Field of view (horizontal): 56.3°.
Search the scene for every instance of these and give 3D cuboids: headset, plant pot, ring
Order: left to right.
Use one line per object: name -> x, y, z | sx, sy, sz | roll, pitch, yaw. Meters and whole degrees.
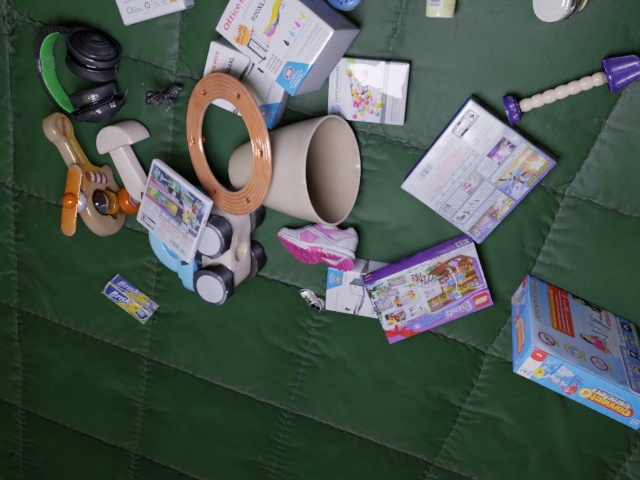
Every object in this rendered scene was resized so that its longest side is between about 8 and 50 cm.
headset -> -0.556, -0.418, 1.540 | 0.393, 0.185, 0.244 | 22, 126, 22
ring -> -0.215, -0.224, 1.411 | 0.336, 0.032, 0.337 | 23, 121, 43
plant pot -> -0.081, -0.170, 1.464 | 0.273, 0.256, 0.257 | 4, 119, 32

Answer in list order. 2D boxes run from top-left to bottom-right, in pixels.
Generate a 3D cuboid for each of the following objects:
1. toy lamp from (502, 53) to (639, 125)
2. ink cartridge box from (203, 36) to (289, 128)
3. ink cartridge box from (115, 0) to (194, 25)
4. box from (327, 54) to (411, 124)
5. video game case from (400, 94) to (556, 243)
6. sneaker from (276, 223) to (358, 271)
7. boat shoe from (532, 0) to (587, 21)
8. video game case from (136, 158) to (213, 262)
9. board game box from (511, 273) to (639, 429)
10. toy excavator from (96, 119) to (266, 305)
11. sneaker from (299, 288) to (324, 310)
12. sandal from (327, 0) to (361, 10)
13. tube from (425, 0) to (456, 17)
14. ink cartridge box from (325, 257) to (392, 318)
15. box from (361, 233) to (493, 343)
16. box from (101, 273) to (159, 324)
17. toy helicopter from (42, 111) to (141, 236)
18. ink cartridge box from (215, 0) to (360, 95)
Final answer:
toy lamp -> 0.537, -0.324, 1.283 | 0.274, 0.080, 0.080 | -16, 111, 26
ink cartridge box -> -0.177, -0.383, 1.451 | 0.203, 0.086, 0.148 | 23, 121, 3
ink cartridge box -> -0.433, -0.703, 1.371 | 0.175, 0.069, 0.371 | -6, 117, 20
box -> 0.113, -0.355, 1.410 | 0.186, 0.038, 0.145 | 9, 118, 12
video game case -> 0.369, -0.164, 1.422 | 0.244, 0.061, 0.270 | 36, 121, -3
sneaker -> 0.000, 0.000, 1.600 | 0.252, 0.111, 0.103 | 15, 152, 29
boat shoe -> 0.490, -0.584, 1.152 | 0.109, 0.091, 0.305 | 31, 127, 43
video game case -> -0.364, -0.073, 1.479 | 0.201, 0.023, 0.184 | 37, 121, 21
board game box -> 0.614, 0.251, 1.426 | 0.301, 0.308, 0.086 | 25, 122, 3
toy excavator -> -0.394, -0.081, 1.618 | 0.444, 0.222, 0.434 | 13, 119, 19
sneaker -> -0.026, 0.171, 1.726 | 0.083, 0.037, 0.032 | 33, 123, -1
sandal -> 0.022, -0.638, 1.234 | 0.126, 0.138, 0.318 | -7, 116, 17
tube -> 0.262, -0.589, 1.238 | 0.062, 0.070, 0.240 | 32, 127, 50
ink cartridge box -> 0.117, 0.128, 1.637 | 0.190, 0.082, 0.140 | 9, 119, 12
box -> 0.276, 0.128, 1.543 | 0.293, 0.057, 0.201 | -22, 116, 5
box -> -0.598, 0.184, 1.884 | 0.168, 0.059, 0.054 | 39, 118, -6
toy helicopter -> -0.646, -0.169, 1.608 | 0.140, 0.235, 0.355 | -13, 114, 22
ink cartridge box -> -0.071, -0.464, 1.311 | 0.232, 0.168, 0.171 | 42, 120, 5
